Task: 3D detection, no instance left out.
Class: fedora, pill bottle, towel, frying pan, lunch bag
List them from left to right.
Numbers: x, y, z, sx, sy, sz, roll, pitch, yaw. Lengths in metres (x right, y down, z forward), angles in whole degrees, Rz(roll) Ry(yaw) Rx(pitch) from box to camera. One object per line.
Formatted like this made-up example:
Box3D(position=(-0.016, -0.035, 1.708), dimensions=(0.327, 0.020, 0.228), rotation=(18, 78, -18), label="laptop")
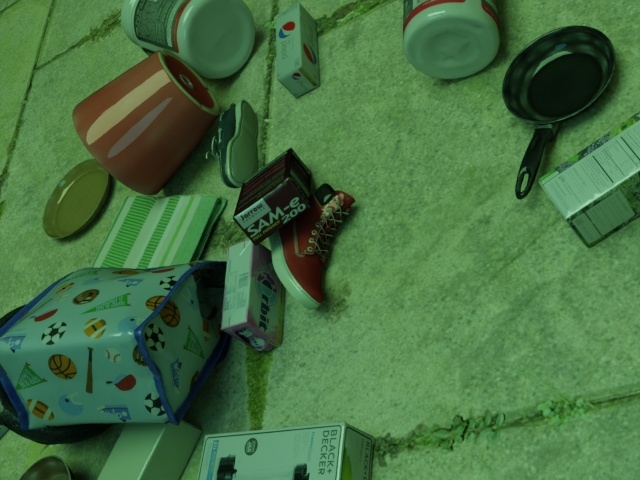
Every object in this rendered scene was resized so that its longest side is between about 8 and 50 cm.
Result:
Box3D(position=(-0.546, 0.289, 1.737), dimensions=(0.152, 0.334, 0.334), rotation=(-58, 33, 39), label="fedora")
Box3D(position=(-0.354, 0.166, 1.583), dimensions=(0.328, 0.238, 0.385), rotation=(-6, 26, 17), label="lunch bag")
Box3D(position=(-0.372, 0.003, 1.900), dimensions=(0.325, 0.038, 0.247), rotation=(1, 59, 39), label="towel")
Box3D(position=(-0.340, -0.535, 2.122), dimensions=(0.363, 0.210, 0.210), rotation=(29, 82, 46), label="pill bottle")
Box3D(position=(0.246, -0.479, 1.624), dimensions=(0.176, 0.176, 0.318), rotation=(-17, 53, 31), label="pill bottle")
Box3D(position=(0.403, -0.221, 1.410), dimensions=(0.197, 0.053, 0.326), rotation=(-20, 53, 29), label="frying pan")

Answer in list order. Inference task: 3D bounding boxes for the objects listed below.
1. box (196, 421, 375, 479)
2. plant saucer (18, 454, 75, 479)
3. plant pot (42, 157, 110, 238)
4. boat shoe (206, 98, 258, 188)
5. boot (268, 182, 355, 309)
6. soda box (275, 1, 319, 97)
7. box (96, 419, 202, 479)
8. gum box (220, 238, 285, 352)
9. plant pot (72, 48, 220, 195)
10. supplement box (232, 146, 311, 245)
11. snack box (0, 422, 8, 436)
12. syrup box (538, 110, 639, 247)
Box3D(position=(-0.063, 0.387, 1.355), dimensions=(0.290, 0.087, 0.169), rotation=(-12, 55, 33), label="box")
Box3D(position=(-0.544, 0.568, 1.626), dimensions=(0.311, 0.050, 0.310), rotation=(-31, 42, 33), label="plant saucer")
Box3D(position=(-0.618, -0.102, 2.188), dimensions=(0.236, 0.032, 0.236), rotation=(-22, 49, 28), label="plant pot")
Box3D(position=(-0.193, -0.204, 1.859), dimensions=(0.079, 0.095, 0.254), rotation=(-23, 48, 25), label="boat shoe")
Box3D(position=(0.000, 0.000, 1.571), dimensions=(0.176, 0.088, 0.244), rotation=(-35, 42, 14), label="boot")
Box3D(position=(-0.052, -0.427, 1.909), dimensions=(0.069, 0.074, 0.216), rotation=(-23, 49, 26), label="soda box")
Box3D(position=(-0.333, 0.439, 1.538), dimensions=(0.113, 0.094, 0.275), rotation=(14, 71, 44), label="box")
Box3D(position=(-0.121, 0.105, 1.580), dimensions=(0.062, 0.107, 0.188), rotation=(-19, 51, 29), label="gum box")
Box3D(position=(-0.378, -0.281, 1.930), dimensions=(0.243, 0.275, 0.275), rotation=(-40, 44, 16), label="plant pot")
Box3D(position=(-0.088, -0.089, 1.631), dimensions=(0.130, 0.073, 0.239), rotation=(-35, 16, 12), label="supplement box")
Box3D(position=(-0.775, 0.437, 1.945), dimensions=(0.141, 0.037, 0.100), rotation=(-46, 44, 4), label="snack box")
Box3D(position=(0.456, -0.104, 1.255), dimensions=(0.237, 0.093, 0.096), rotation=(-36, 44, 15), label="syrup box")
